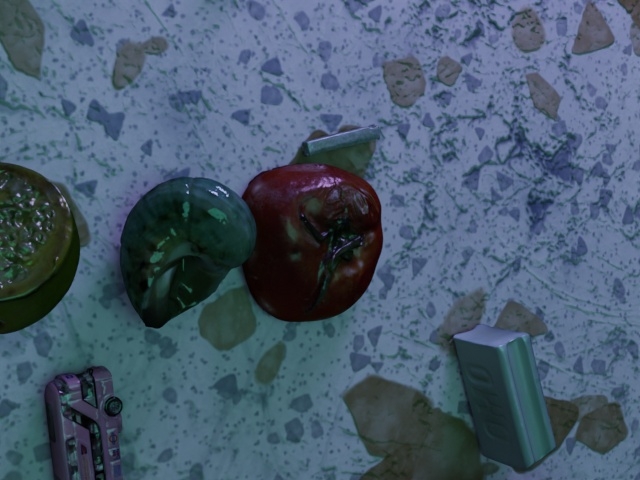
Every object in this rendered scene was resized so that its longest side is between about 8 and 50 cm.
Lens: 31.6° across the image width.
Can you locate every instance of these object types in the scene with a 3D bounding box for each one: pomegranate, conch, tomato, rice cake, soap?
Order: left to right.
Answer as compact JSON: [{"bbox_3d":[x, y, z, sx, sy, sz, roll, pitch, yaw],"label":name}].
[{"bbox_3d":[-0.389,0.001,1.268,0.241,0.159,0.190,42,62,4],"label":"pomegranate"},{"bbox_3d":[-0.163,0.003,1.403,0.188,0.122,0.175,-23,120,-17],"label":"conch"},{"bbox_3d":[0.001,-0.002,1.511,0.228,0.101,0.227,-2,93,-33],"label":"tomato"},{"bbox_3d":[0.030,-0.139,1.564,0.121,0.022,0.022,-16,105,-26],"label":"rice cake"},{"bbox_3d":[0.271,0.229,1.662,0.067,0.119,0.198,-21,103,-25],"label":"soap"}]

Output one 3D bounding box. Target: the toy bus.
[{"bbox_3d":[-0.283,0.259,1.384,0.090,0.063,0.203,-8,98,-28],"label":"toy bus"}]
